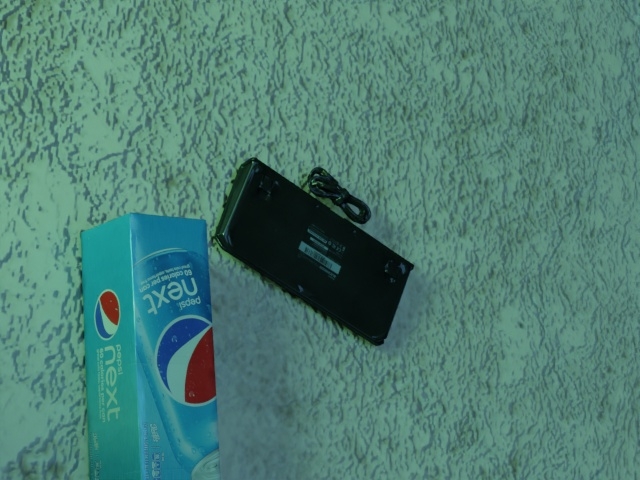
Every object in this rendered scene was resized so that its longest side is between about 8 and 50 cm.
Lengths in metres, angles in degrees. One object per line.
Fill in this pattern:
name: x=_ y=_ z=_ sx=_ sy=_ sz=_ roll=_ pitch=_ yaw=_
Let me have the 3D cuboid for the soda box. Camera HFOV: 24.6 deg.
soda box: x=-0.119 y=0.091 z=1.026 sx=0.067 sy=0.071 sz=0.210 roll=4 pitch=76 yaw=-38

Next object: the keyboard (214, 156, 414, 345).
keyboard: x=0.000 y=0.000 z=1.182 sx=0.180 sy=0.023 sz=0.108 roll=34 pitch=66 yaw=-29
